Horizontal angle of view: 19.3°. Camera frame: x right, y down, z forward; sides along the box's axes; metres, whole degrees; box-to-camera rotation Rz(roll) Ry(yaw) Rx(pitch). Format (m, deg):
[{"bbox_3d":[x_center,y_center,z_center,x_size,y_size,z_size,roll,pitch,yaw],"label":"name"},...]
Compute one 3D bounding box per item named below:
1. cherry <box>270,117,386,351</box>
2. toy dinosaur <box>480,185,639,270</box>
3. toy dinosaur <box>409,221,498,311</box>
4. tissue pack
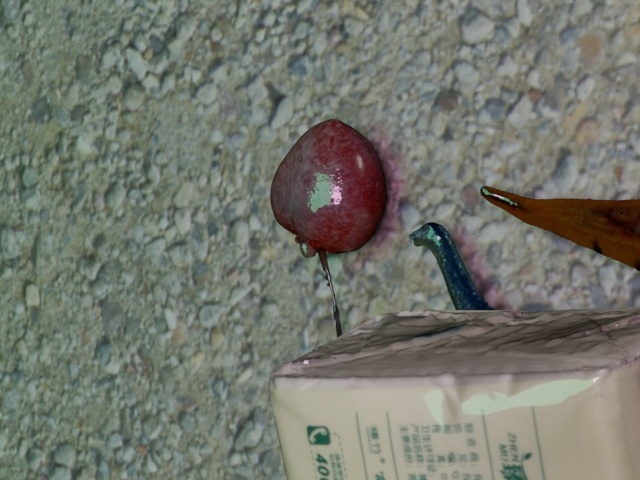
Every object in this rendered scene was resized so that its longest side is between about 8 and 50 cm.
[{"bbox_3d":[0.000,0.000,1.662,0.107,0.090,0.225,19,108,29],"label":"cherry"},{"bbox_3d":[0.309,0.001,1.384,0.432,0.097,0.208,47,125,38],"label":"toy dinosaur"},{"bbox_3d":[0.173,0.125,1.500,0.363,0.076,0.147,36,108,38],"label":"toy dinosaur"},{"bbox_3d":[0.152,0.241,1.350,0.297,0.207,0.380,-2,103,31],"label":"tissue pack"}]
